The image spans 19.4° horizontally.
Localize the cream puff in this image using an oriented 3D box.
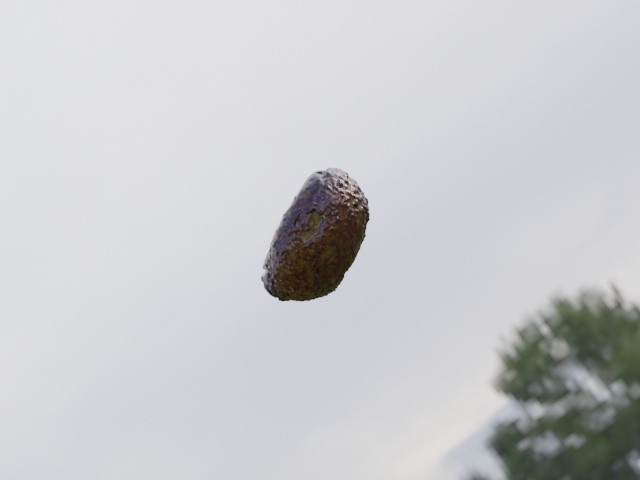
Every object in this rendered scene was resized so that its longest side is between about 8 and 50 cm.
[{"bbox_3d":[0.000,0.000,1.919,0.149,0.084,0.149,-60,-5,-9],"label":"cream puff"}]
